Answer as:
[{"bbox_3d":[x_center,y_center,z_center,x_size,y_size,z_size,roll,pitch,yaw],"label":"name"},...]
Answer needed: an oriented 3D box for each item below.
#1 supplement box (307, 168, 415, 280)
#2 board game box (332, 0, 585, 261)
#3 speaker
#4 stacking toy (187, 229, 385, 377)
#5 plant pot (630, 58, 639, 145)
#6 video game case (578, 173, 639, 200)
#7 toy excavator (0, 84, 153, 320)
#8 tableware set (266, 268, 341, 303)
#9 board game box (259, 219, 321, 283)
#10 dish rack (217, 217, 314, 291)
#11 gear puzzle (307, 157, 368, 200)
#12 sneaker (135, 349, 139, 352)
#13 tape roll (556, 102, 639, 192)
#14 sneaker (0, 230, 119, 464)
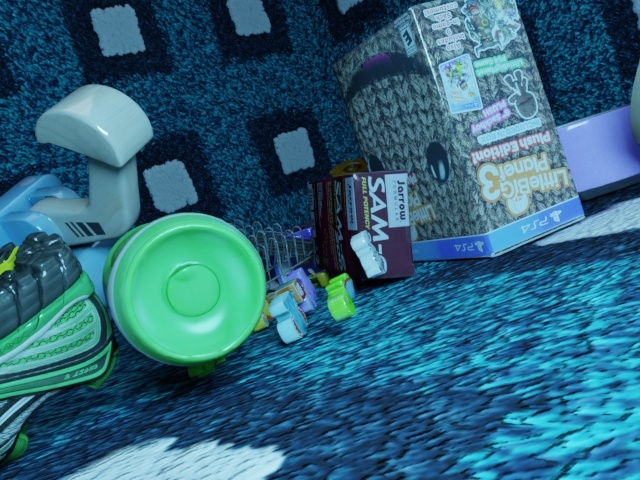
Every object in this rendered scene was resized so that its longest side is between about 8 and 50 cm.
[{"bbox_3d":[0.046,-0.022,0.953,0.073,0.130,0.239,-6,3,-14],"label":"supplement box"},{"bbox_3d":[0.162,-0.132,0.914,0.141,0.290,0.232,-21,4,-21],"label":"board game box"},{"bbox_3d":[-0.138,0.040,0.682,0.131,0.131,0.296,-20,5,-17],"label":"speaker"},{"bbox_3d":[-0.026,0.069,0.740,0.167,0.052,0.221,-27,8,15],"label":"stacking toy"},{"bbox_3d":[0.501,-0.197,0.778,0.284,0.284,0.191,-21,40,-37],"label":"plant pot"},{"bbox_3d":[0.450,-0.099,1.107,0.202,0.023,0.183,-19,4,-5],"label":"video game case"},{"bbox_3d":[-0.378,-0.008,1.094,0.446,0.432,0.222,-2,35,28],"label":"toy excavator"},{"bbox_3d":[-0.046,0.068,1.070,0.154,0.024,0.104,-16,5,29],"label":"tableware set"},{"bbox_3d":[0.000,0.000,1.423,0.234,0.078,0.347,-19,4,-8],"label":"board game box"},{"bbox_3d":[-0.125,0.013,1.111,0.208,0.074,0.272,8,19,29],"label":"dish rack"},{"bbox_3d":[0.072,-0.061,1.238,0.176,0.044,0.339,-14,31,-3],"label":"gear puzzle"},{"bbox_3d":[-0.246,0.105,1.021,0.070,0.083,0.185,-20,4,-23],"label":"sneaker"},{"bbox_3d":[0.363,-0.125,1.042,0.275,0.090,0.275,-19,3,1],"label":"tape roll"},{"bbox_3d":[-0.309,0.146,0.546,0.344,0.146,0.134,-33,28,-11],"label":"sneaker"}]
